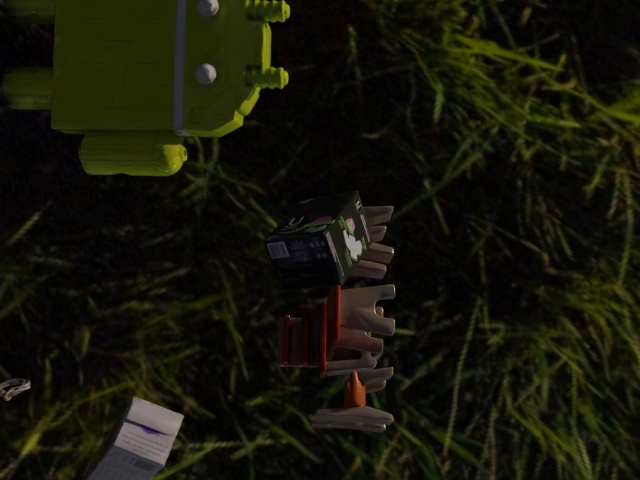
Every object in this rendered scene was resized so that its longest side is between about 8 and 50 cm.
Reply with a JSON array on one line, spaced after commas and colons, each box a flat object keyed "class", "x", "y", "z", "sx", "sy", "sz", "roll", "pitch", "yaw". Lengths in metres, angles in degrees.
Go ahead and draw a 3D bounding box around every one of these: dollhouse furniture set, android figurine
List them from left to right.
[{"class": "android figurine", "x": -0.163, "y": -0.183, "z": 0.860, "sx": 0.273, "sy": 0.056, "sz": 0.248, "roll": 3, "pitch": 89, "yaw": 7}, {"class": "dollhouse furniture set", "x": 0.014, "y": 0.112, "z": 1.179, "sx": 0.135, "sy": 0.262, "sz": 0.259, "roll": 2, "pitch": 162, "yaw": -2}]

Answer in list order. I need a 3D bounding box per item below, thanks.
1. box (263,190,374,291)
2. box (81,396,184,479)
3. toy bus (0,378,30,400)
[{"class": "box", "x": 0.000, "y": 0.000, "z": 0.797, "sx": 0.083, "sy": 0.062, "sz": 0.052, "roll": -50, "pitch": 127, "yaw": -54}, {"class": "box", "x": -0.243, "y": 0.271, "z": 1.135, "sx": 0.067, "sy": 0.063, "sz": 0.324, "roll": 25, "pitch": 149, "yaw": -9}, {"class": "toy bus", "x": -0.461, "y": 0.258, "z": 1.091, "sx": 0.202, "sy": 0.191, "sz": 0.104, "roll": -5, "pitch": 108, "yaw": 8}]
